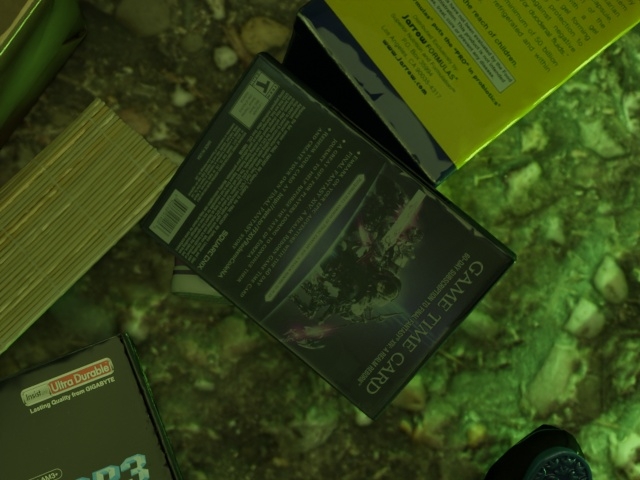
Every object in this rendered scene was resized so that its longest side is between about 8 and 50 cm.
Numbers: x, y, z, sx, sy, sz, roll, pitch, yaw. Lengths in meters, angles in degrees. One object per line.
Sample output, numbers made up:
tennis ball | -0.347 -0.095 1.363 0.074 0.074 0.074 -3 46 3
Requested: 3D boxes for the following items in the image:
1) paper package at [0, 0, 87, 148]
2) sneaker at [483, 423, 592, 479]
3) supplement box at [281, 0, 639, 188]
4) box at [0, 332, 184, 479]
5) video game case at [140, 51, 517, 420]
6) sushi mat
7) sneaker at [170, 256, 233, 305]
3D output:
paper package | -0.426 -0.195 0.812 0.324 0.168 0.310 34 81 -4
sneaker | 0.176 0.281 0.892 0.081 0.090 0.232 37 100 -4
supplement box | 0.157 -0.215 0.891 0.356 0.194 0.195 -38 90 -12
box | -0.262 0.270 0.826 0.295 0.073 0.293 -20 87 -12
video game case | 0.000 0.000 0.791 0.274 0.026 0.196 39 110 3
sushi mat | -0.280 0.008 0.847 0.151 0.019 0.316 38 76 28
sneaker | 0.006 -0.004 0.889 0.282 0.102 0.161 11 78 -7
